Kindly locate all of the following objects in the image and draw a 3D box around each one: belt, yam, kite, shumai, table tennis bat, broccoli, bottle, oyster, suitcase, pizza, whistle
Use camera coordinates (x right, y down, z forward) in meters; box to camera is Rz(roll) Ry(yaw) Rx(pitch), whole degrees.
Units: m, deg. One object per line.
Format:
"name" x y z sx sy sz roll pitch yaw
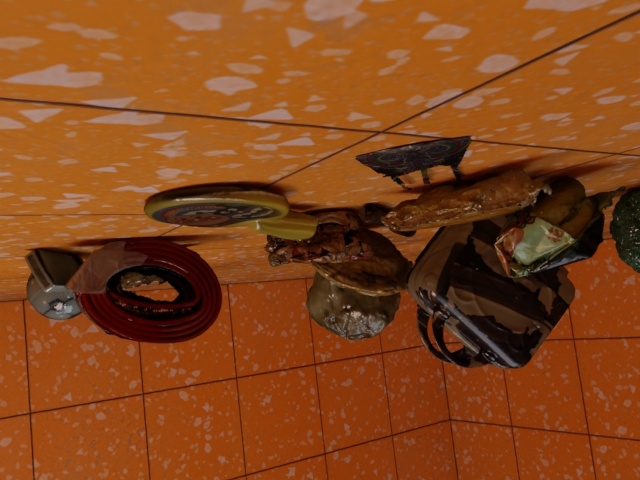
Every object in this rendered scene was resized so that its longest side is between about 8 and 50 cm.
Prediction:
"belt" -0.383 0.108 1.358 0.324 0.227 0.115 18 163 -25
"yam" 0.153 -0.042 1.361 0.045 0.045 0.327 25 -175 23
"kite" 0.156 -0.105 0.926 0.152 0.015 0.285 -8 173 16
"shumai" 0.049 0.116 1.839 0.330 0.291 0.288 -13 141 39
"table tennis bat" -0.128 -0.041 1.053 0.224 0.054 0.369 -10 169 33
"broccoli" 0.804 -0.031 1.405 0.270 0.270 0.270 -36 174 -2
"bottle" -0.110 0.052 1.903 0.101 0.047 0.063 -12 -179 27
"oyster" -0.443 0.058 1.542 0.295 0.093 0.166 -16 -168 -3
"suitcase" 0.362 0.128 1.423 0.352 0.339 0.194 40 170 -14
"pizza" 0.288 -0.077 1.073 0.280 0.075 0.288 -8 176 -29
"whistle" -0.619 0.109 1.440 0.164 0.163 0.290 -7 172 7

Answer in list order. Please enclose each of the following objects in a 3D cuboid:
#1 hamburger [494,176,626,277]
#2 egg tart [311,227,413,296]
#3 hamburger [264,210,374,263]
"hamburger" 0.436 -0.043 1.139 0.235 0.125 0.214 -41 -173 42
"egg tart" 0.103 0.036 1.497 0.279 0.094 0.279 14 -155 -7
"hamburger" 0.000 0.000 1.318 0.231 0.106 0.231 -8 178 0
